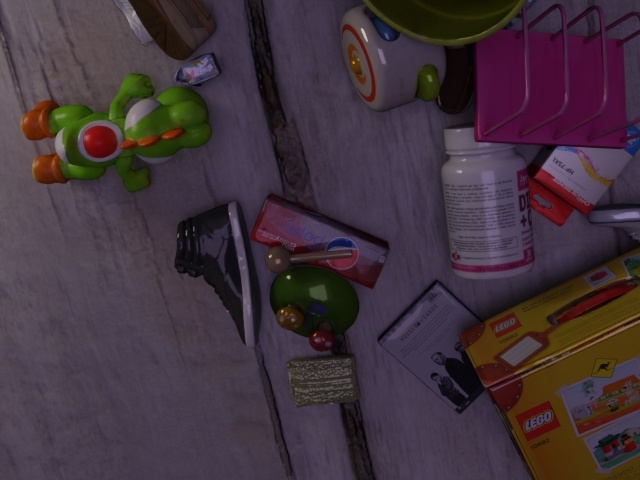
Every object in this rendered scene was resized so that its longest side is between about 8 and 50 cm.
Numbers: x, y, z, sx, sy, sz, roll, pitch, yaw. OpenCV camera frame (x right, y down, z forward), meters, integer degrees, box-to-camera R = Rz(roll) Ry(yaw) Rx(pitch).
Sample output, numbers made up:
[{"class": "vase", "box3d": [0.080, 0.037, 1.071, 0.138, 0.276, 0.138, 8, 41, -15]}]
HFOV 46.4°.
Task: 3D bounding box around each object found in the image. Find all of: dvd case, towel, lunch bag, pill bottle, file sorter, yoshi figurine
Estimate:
[{"class": "dvd case", "box3d": [0.265, 0.222, 1.548, 0.239, 0.029, 0.179, 42, 100, -7]}, {"class": "towel", "box3d": [0.006, 0.294, 1.569, 0.148, 0.027, 0.110, -7, 101, 4]}, {"class": "lunch bag", "box3d": [-0.233, -0.319, 1.415, 0.083, 0.071, 0.053, -20, 105, 3]}, {"class": "pill bottle", "box3d": [0.314, -0.080, 1.413, 0.160, 0.160, 0.283, -8, 102, 3]}, {"class": "file sorter", "box3d": [0.429, -0.278, 1.260, 0.291, 0.182, 0.202, 1, 84, -12]}, {"class": "yoshi figurine", "box3d": [-0.361, -0.207, 1.419, 0.362, 0.203, 0.203, -5, 62, 16]}]

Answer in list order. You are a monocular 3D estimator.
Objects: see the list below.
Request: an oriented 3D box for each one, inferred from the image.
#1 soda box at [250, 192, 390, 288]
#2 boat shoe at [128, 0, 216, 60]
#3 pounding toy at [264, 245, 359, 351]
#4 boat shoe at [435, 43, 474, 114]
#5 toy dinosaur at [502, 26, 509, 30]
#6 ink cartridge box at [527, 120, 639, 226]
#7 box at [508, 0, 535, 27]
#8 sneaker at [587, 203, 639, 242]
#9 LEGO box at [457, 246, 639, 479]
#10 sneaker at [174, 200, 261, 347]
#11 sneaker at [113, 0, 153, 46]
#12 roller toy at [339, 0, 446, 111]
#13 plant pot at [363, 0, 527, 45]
[{"class": "soda box", "box3d": [0.000, 0.000, 1.475, 0.263, 0.083, 0.092, 23, 103, -3]}, {"class": "boat shoe", "box3d": [-0.307, -0.489, 1.321, 0.110, 0.122, 0.341, -49, 129, -23]}, {"class": "pounding toy", "box3d": [-0.024, 0.130, 1.442, 0.183, 0.110, 0.237, 4, 130, 11]}, {"class": "boat shoe", "box3d": [0.243, -0.356, 1.369, 0.095, 0.095, 0.257, 10, 110, 24]}, {"class": "toy dinosaur", "box3d": [0.426, -0.326, 1.409, 0.268, 0.064, 0.118, 22, 84, -1]}, {"class": "ink cartridge box", "box3d": [0.494, -0.145, 1.438, 0.134, 0.078, 0.231, 33, 101, -6]}, {"class": "box", "box3d": [0.373, -0.494, 1.365, 0.109, 0.042, 0.178, 44, 98, 10]}, {"class": "sneaker", "box3d": [0.649, -0.023, 1.455, 0.258, 0.094, 0.091, 2, 98, 0]}, {"class": "LEGO box", "box3d": [0.578, 0.252, 1.429, 0.500, 0.193, 0.372, -26, 114, 6]}, {"class": "sneaker", "box3d": [-0.206, 0.077, 1.491, 0.147, 0.104, 0.295, -10, 96, 5]}, {"class": "sneaker", "box3d": [-0.352, -0.445, 1.403, 0.061, 0.054, 0.152, -34, 106, -2]}, {"class": "roller toy", "box3d": [0.120, -0.334, 1.336, 0.146, 0.209, 0.191, -22, 108, -9]}, {"class": "plant pot", "box3d": [0.260, -0.551, 1.175, 0.353, 0.366, 0.366, -42, 102, -33]}]
